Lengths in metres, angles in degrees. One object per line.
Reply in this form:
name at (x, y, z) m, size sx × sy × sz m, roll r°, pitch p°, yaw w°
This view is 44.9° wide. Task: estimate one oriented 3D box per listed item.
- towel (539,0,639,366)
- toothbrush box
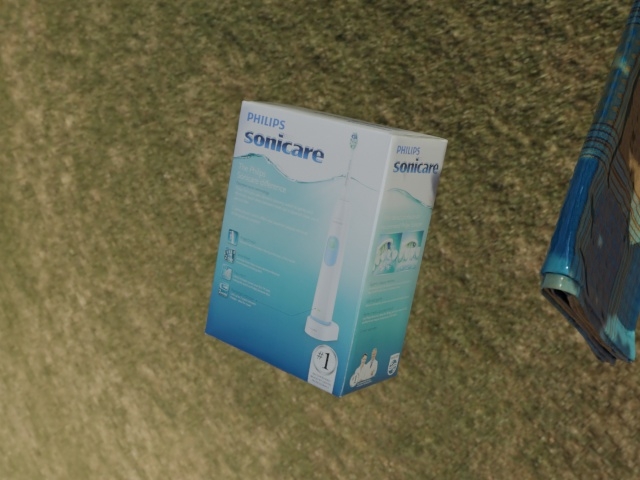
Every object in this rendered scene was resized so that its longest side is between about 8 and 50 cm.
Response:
towel at (0.343, -0.070, 0.835) m, size 0.040 × 0.370 × 0.271 m, roll 13°, pitch 164°, yaw 39°
toothbrush box at (0.000, 0.000, 0.914) m, size 0.216 × 0.126 × 0.295 m, roll 18°, pitch 105°, yaw 34°
